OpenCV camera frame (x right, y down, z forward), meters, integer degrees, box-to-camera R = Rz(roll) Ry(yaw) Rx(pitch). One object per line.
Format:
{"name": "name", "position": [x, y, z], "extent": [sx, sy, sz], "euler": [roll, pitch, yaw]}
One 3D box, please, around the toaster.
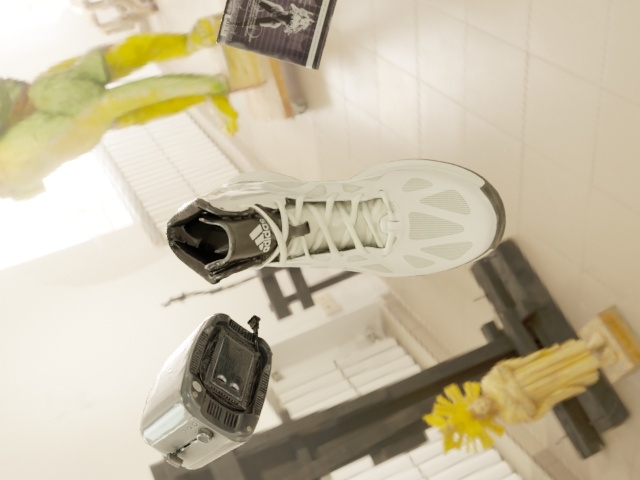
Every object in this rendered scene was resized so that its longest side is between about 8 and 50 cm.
{"name": "toaster", "position": [-0.161, 0.208, 1.187], "extent": [0.146, 0.129, 0.227], "euler": [-40, 23, 32]}

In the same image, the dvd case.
{"name": "dvd case", "position": [-0.084, -0.436, 1.632], "extent": [0.221, 0.018, 0.165], "euler": [19, 100, 17]}

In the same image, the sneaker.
{"name": "sneaker", "position": [0.000, 0.001, 1.100], "extent": [0.447, 0.257, 0.169], "euler": [0, 106, 25]}
